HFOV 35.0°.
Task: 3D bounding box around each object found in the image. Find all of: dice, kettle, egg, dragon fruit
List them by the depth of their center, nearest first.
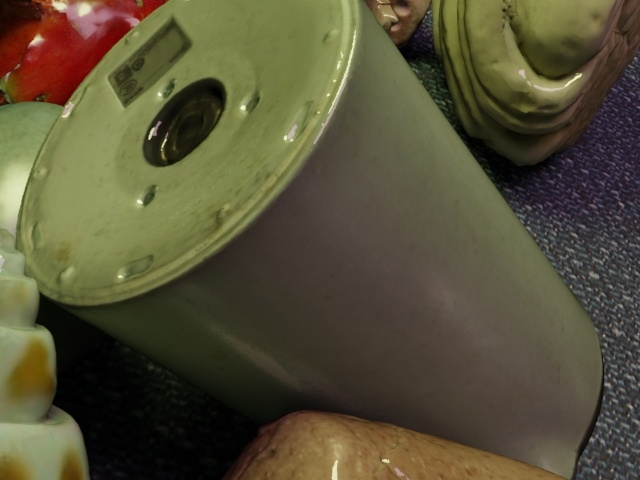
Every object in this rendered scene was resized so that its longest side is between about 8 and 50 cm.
[{"bbox_3d":[0.000,0.000,0.734,0.376,0.250,0.361,43,5,-38],"label":"kettle"},{"bbox_3d":[-0.219,0.001,0.742,0.169,0.169,0.236,20,42,-14],"label":"egg"},{"bbox_3d":[-0.251,-0.167,0.881,0.269,0.198,0.200,-14,58,-14],"label":"dragon fruit"},{"bbox_3d":[0.082,-0.297,1.247,0.094,0.093,0.091,26,43,-8],"label":"dice"}]

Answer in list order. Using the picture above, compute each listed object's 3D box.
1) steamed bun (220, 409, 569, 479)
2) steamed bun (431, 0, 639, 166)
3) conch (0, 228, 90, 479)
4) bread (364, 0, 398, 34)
[{"bbox_3d":[0.027,0.261,0.555,0.251,0.301,0.199,19,10,-25],"label":"steamed bun"},{"bbox_3d":[0.251,-0.280,1.170,0.247,0.339,0.352,33,36,18],"label":"steamed bun"},{"bbox_3d":[-0.199,0.190,0.514,0.249,0.368,0.197,13,16,17],"label":"conch"},{"bbox_3d":[-0.004,-0.205,1.075,0.105,0.152,0.077,-11,58,-43],"label":"bread"}]
